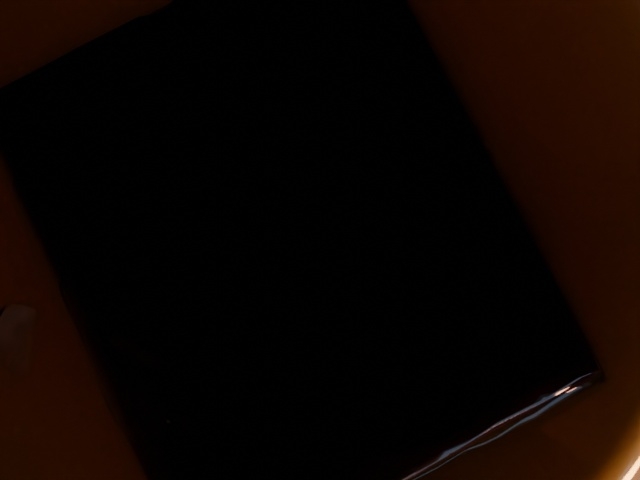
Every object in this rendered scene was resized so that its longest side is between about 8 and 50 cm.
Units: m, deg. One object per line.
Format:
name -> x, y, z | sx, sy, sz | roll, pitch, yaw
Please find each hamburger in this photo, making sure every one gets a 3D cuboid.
hamburger -> 0.000, 0.000, 0.585 | 0.294, 0.276, 0.179 | -30, 167, 0
